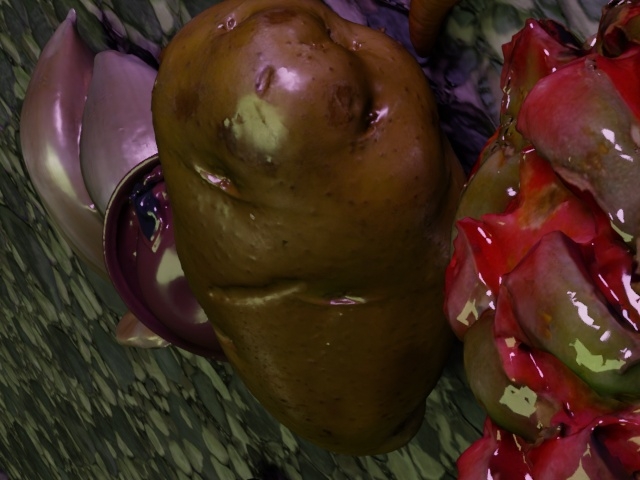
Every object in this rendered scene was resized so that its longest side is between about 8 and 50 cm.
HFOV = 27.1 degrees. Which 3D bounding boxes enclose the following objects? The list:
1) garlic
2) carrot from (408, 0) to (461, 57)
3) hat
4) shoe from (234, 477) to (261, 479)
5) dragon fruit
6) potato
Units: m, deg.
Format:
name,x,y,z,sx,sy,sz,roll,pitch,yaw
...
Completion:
name,x,y,z,sx,sy,sz,roll,pitch,yaw
garlic,-0.166,-0.036,1.197,0.279,0.132,0.325,12,135,47
carrot,0.069,-0.141,0.743,0.035,0.035,0.142,54,163,8
hat,-0.077,0.023,1.033,0.206,0.089,0.205,4,125,6
shoe,-0.044,0.455,1.406,0.384,0.237,0.171,51,155,15
dragon fruit,0.159,0.034,0.539,0.231,0.237,0.302,-37,62,46
potato,0.000,0.000,0.882,0.176,0.196,0.369,-99,0,-51
